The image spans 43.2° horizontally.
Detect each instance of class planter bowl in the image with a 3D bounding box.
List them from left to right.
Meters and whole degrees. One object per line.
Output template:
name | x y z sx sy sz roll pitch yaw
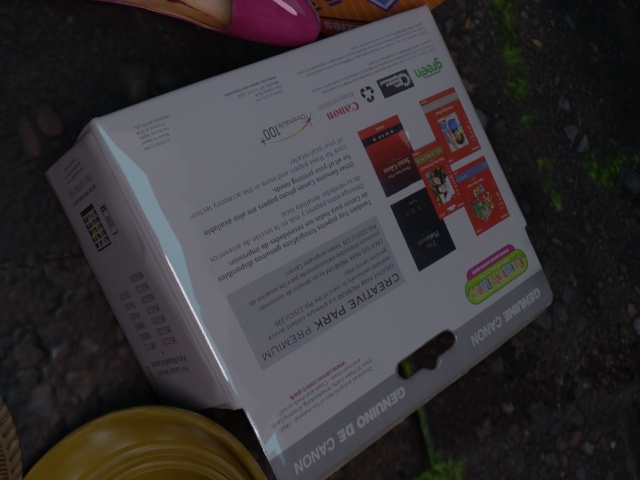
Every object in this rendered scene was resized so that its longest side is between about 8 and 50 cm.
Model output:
planter bowl | -0.102 0.220 0.504 0.090 0.217 0.217 49 49 -57

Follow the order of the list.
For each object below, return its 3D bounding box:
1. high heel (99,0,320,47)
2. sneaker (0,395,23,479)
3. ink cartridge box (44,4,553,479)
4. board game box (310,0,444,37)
high heel | -0.125 -0.183 0.586 0.244 0.082 0.117 30 54 -1
sneaker | -0.285 0.068 0.461 0.099 0.153 0.282 -47 134 -34
ink cartridge box | 0.000 0.000 0.625 0.309 0.130 0.272 -27 93 -34
board game box | 0.041 -0.436 0.621 0.356 0.356 0.356 29 64 -23
